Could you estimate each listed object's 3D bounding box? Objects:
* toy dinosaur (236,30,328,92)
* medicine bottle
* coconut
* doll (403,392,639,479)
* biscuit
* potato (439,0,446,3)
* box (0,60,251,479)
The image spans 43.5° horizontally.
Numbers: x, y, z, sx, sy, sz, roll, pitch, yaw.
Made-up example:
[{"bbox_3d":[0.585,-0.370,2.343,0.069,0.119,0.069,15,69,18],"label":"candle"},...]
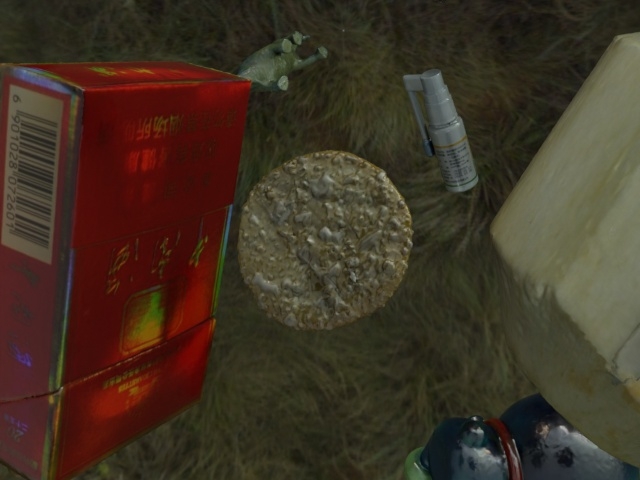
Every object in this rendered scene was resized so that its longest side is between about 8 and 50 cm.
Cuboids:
[{"bbox_3d":[-0.090,-0.308,1.426,0.147,0.363,0.077,-6,119,46],"label":"toy dinosaur"},{"bbox_3d":[0.208,-0.191,1.400,0.092,0.061,0.221,8,131,42],"label":"medicine bottle"},{"bbox_3d":[0.280,-0.003,0.523,0.322,0.323,0.323,0,105,2],"label":"coconut"},{"bbox_3d":[0.286,0.304,1.076,0.321,0.199,0.186,-1,126,-15],"label":"doll"},{"bbox_3d":[0.000,0.000,0.926,0.219,0.033,0.220,-3,81,20],"label":"biscuit"},{"bbox_3d":[0.220,-0.521,1.319,0.298,0.116,0.239,-5,92,4],"label":"potato"},{"bbox_3d":[-0.163,0.018,0.650,0.089,0.197,0.314,20,111,23],"label":"box"}]
